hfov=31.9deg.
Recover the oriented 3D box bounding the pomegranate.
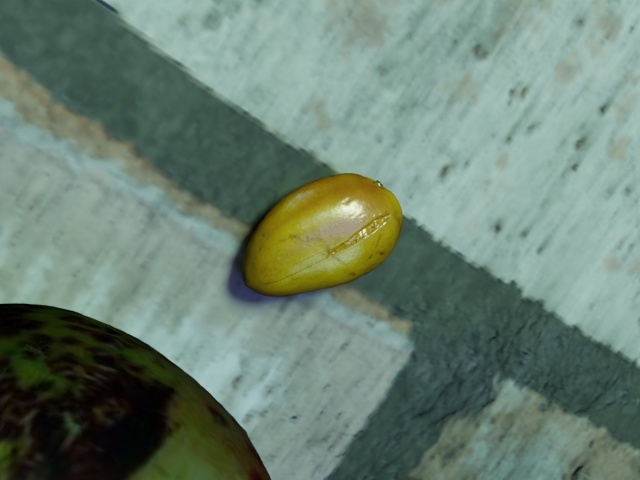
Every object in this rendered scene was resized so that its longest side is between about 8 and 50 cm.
[{"bbox_3d":[-0.151,0.172,0.442,0.306,0.242,0.242,-51,124,-9],"label":"pomegranate"}]

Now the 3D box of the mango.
[{"bbox_3d":[0.000,0.000,0.573,0.089,0.046,0.060,-32,122,-8],"label":"mango"}]
